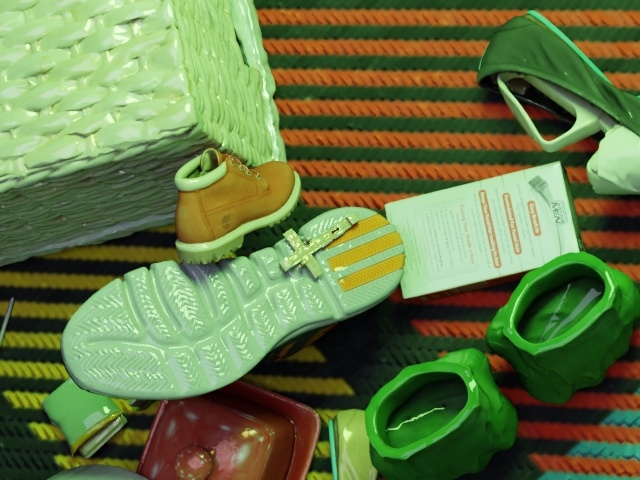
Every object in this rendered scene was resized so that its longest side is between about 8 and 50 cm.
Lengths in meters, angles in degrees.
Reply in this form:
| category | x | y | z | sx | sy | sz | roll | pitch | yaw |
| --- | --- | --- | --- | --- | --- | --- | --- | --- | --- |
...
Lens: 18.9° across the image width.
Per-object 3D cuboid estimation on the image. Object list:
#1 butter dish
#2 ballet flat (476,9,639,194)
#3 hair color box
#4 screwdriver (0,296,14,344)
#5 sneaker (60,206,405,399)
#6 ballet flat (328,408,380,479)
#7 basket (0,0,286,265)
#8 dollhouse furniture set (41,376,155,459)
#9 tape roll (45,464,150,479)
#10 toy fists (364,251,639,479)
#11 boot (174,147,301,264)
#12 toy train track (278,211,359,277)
| category | x | y | z | sx | sy | sz | roll | pitch | yaw |
| --- | --- | --- | --- | --- | --- | --- | --- | --- | --- |
| butter dish | -0.102 | 0.205 | 1.765 | 0.160 | 0.118 | 0.160 | 19 | 89 | 16 |
| ballet flat | 0.251 | -0.098 | 1.713 | 0.096 | 0.095 | 0.280 | -45 | 59 | -12 |
| hair color box | 0.152 | -0.006 | 1.760 | 0.167 | 0.053 | 0.093 | -13 | 79 | 14 |
| screwdriver | -0.324 | 0.138 | 1.881 | 0.025 | 0.024 | 0.170 | 16 | 85 | 45 |
| sneaker | -0.082 | 0.078 | 1.729 | 0.321 | 0.180 | 0.125 | -16 | 78 | -17 |
| ballet flat | 0.045 | 0.269 | 1.744 | 0.073 | 0.080 | 0.232 | -1 | 84 | 2 |
| basket | -0.236 | -0.178 | 1.772 | 0.331 | 0.266 | 0.328 | -14 | 79 | 11 |
| dollhouse furniture set | -0.203 | 0.137 | 1.829 | 0.151 | 0.058 | 0.076 | -42 | 75 | 6 |
| tape roll | -0.224 | 0.341 | 1.712 | 0.246 | 0.169 | 0.246 | 8 | 107 | 27 |
| toy fists | 0.161 | 0.118 | 1.693 | 0.279 | 0.142 | 0.096 | -38 | 58 | 0 |
| boot | -0.071 | -0.048 | 1.665 | 0.059 | 0.158 | 0.085 | 5 | 116 | 33 |
| toy train track | 0.000 | 0.000 | 1.666 | 0.083 | 0.014 | 0.048 | -35 | 84 | -20 |
